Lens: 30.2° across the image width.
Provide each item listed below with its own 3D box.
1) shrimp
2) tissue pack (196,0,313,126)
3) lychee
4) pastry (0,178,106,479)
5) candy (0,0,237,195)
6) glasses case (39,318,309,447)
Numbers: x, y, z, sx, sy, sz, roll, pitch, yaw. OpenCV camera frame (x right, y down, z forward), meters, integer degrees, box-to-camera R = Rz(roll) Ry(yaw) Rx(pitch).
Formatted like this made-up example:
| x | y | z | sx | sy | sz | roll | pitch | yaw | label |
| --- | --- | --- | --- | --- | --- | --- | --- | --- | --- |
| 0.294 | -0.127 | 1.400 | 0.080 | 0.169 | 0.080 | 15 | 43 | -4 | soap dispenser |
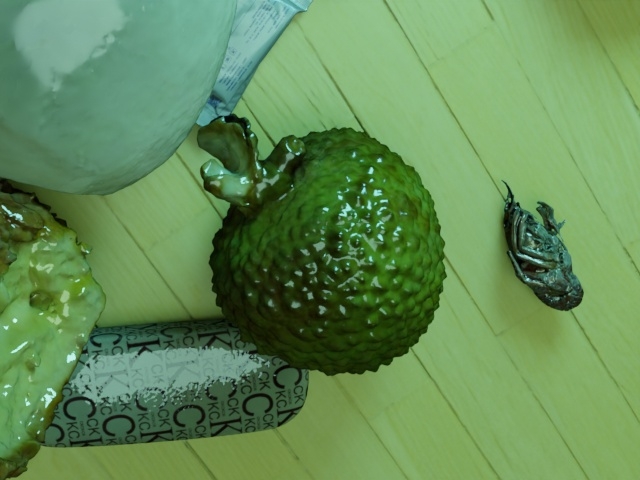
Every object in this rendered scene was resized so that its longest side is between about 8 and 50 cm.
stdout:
| x | y | z | sx | sy | sz | roll | pitch | yaw | label |
| --- | --- | --- | --- | --- | --- | --- | --- | --- | --- |
| 0.268 | 0.007 | 1.467 | 0.073 | 0.075 | 0.190 | -21 | 101 | 29 | shrimp |
| -0.112 | -0.230 | 1.340 | 0.122 | 0.026 | 0.193 | 35 | 97 | -18 | tissue pack |
| 0.006 | 0.007 | 1.318 | 0.270 | 0.270 | 0.320 | -23 | 141 | -4 | lychee |
| -0.430 | 0.096 | 1.207 | 0.337 | 0.405 | 0.292 | 1 | 131 | 20 | pastry |
| -0.271 | -0.257 | 1.217 | 0.386 | 0.186 | 0.427 | 31 | 95 | -11 | candy |
| -0.190 | 0.169 | 1.411 | 0.355 | 0.085 | 0.137 | -3 | 104 | -9 | glasses case |
